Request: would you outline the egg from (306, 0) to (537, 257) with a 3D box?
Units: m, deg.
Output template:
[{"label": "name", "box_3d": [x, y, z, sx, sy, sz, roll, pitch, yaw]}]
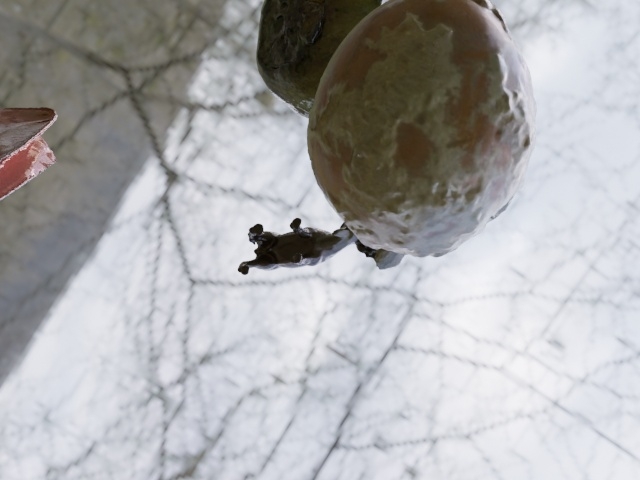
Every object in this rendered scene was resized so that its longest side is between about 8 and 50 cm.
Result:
[{"label": "egg", "box_3d": [0.086, -0.099, 1.320, 0.195, 0.195, 0.233, -124, -140, -68]}]

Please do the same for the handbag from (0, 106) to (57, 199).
[{"label": "handbag", "box_3d": [-0.375, -0.088, 1.623, 0.212, 0.157, 0.059, -52, 147, -65]}]

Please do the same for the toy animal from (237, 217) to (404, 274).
[{"label": "toy animal", "box_3d": [0.000, 0.000, 2.263, 0.214, 0.186, 0.094, -8, -99, 30]}]

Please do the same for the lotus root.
[{"label": "lotus root", "box_3d": [-0.018, -0.250, 1.873, 0.183, 0.078, 0.204, -1, -103, 44]}]
